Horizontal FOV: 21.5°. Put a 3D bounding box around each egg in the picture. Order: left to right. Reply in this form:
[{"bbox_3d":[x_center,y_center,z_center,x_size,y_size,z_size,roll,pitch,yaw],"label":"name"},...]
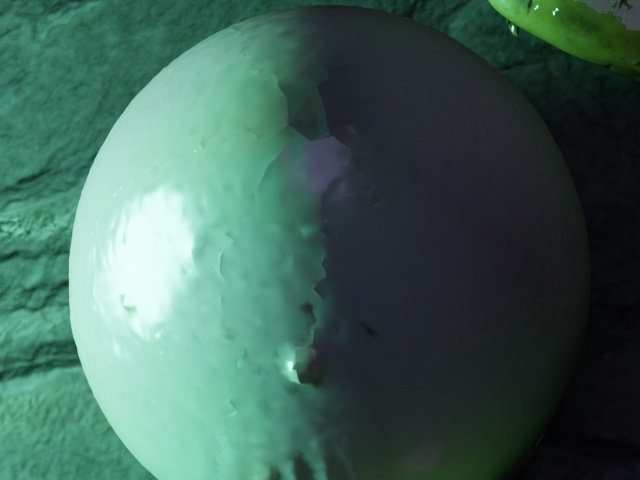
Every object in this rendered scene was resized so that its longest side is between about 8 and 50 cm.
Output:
[{"bbox_3d":[0.000,0.000,1.096,0.354,0.340,0.354,-2,64,5],"label":"egg"}]

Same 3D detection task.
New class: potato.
[{"bbox_3d":[0.214,-0.184,1.296,0.188,0.085,0.105,38,77,17],"label":"potato"}]
